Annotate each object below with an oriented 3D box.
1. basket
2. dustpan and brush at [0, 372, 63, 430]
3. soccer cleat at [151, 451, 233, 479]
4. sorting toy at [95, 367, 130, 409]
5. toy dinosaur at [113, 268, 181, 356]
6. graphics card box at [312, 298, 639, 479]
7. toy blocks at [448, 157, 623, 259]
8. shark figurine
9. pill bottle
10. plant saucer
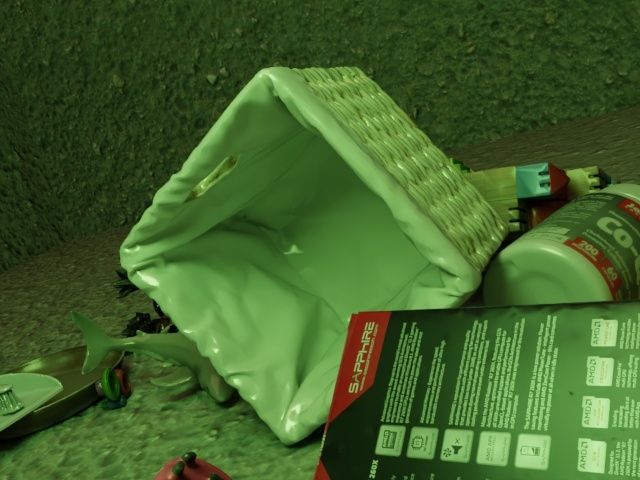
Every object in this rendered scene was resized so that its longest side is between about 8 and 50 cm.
[{"bbox_3d":[0.000,0.000,0.964,0.328,0.331,0.266,-46,-6,27],"label":"basket"},{"bbox_3d":[-0.530,0.242,1.218,0.211,0.060,0.147,-9,15,32],"label":"dustpan and brush"},{"bbox_3d":[-0.099,0.273,0.538,0.143,0.116,0.331,-54,18,4],"label":"soccer cleat"},{"bbox_3d":[-0.333,0.234,1.220,0.042,0.061,0.102,-16,-11,4],"label":"sorting toy"},{"bbox_3d":[-0.265,0.137,1.481,0.219,0.164,0.322,-1,-6,2],"label":"toy dinosaur"},{"bbox_3d":[0.167,0.159,0.528,0.371,0.094,0.232,-8,55,39],"label":"graphics card box"},{"bbox_3d":[0.348,-0.050,1.251,0.261,0.190,0.381,-6,-7,32],"label":"toy blocks"},{"bbox_3d":[-0.225,0.151,1.182,0.278,0.116,0.166,13,16,20],"label":"shark figurine"},{"bbox_3d":[0.345,0.030,0.992,0.161,0.161,0.283,-4,17,44],"label":"pill bottle"},{"bbox_3d":[-0.478,0.261,1.323,0.311,0.050,0.310,-16,11,3],"label":"plant saucer"}]
